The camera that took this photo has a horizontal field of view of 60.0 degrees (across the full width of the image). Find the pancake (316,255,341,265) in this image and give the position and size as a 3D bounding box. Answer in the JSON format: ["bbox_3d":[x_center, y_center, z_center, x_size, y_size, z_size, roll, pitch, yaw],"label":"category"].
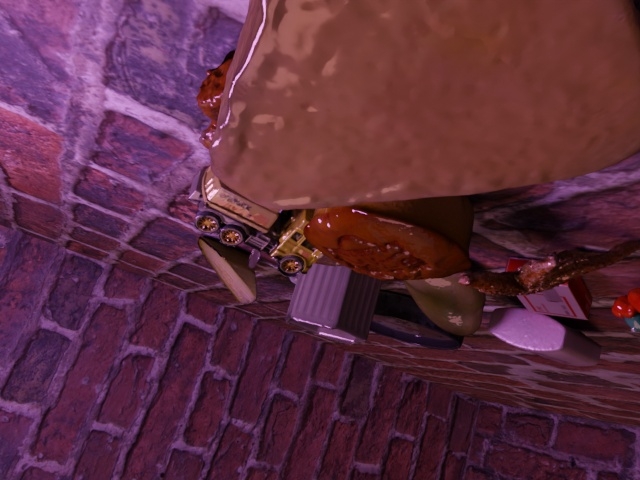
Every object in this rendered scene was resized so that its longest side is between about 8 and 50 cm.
[{"bbox_3d":[0.000,0.000,1.251,0.242,0.050,0.242,9,160,3],"label":"pancake"}]

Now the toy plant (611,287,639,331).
[{"bbox_3d":[0.701,0.220,1.002,0.185,0.279,0.400,-31,119,20],"label":"toy plant"}]

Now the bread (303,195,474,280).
[{"bbox_3d":[0.111,-0.019,0.892,0.270,0.148,0.270,13,161,5],"label":"bread"}]

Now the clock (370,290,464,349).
[{"bbox_3d":[0.264,0.253,1.741,0.386,0.076,0.386,16,164,5],"label":"clock"}]

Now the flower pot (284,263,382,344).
[{"bbox_3d":[0.034,0.156,1.471,0.209,0.189,0.239,19,165,-6],"label":"flower pot"}]

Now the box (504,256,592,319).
[{"bbox_3d":[0.456,0.100,1.101,0.123,0.050,0.229,6,160,36],"label":"box"}]

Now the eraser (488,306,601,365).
[{"bbox_3d":[0.537,0.231,1.314,0.174,0.094,0.270,10,170,43],"label":"eraser"}]

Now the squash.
[{"bbox_3d":[-0.291,0.093,1.665,0.155,0.204,0.237,-1,172,-24],"label":"squash"}]

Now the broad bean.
[{"bbox_3d":[0.273,0.102,1.225,0.189,0.121,0.263,10,148,39],"label":"broad bean"}]

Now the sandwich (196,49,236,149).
[{"bbox_3d":[-0.045,-0.136,0.658,0.301,0.162,0.250,-5,149,46],"label":"sandwich"}]

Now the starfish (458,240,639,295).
[{"bbox_3d":[0.328,0.051,0.841,0.299,0.060,0.302,-13,174,35],"label":"starfish"}]

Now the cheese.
[{"bbox_3d":[0.114,-0.142,0.441,0.384,0.104,0.384,-1,148,-1],"label":"cheese"}]

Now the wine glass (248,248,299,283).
[{"bbox_3d":[-0.075,0.092,1.594,0.262,0.074,0.074,23,163,-23],"label":"wine glass"}]

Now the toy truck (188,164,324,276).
[{"bbox_3d":[-0.097,-0.059,1.021,0.272,0.124,0.157,29,128,-25],"label":"toy truck"}]
